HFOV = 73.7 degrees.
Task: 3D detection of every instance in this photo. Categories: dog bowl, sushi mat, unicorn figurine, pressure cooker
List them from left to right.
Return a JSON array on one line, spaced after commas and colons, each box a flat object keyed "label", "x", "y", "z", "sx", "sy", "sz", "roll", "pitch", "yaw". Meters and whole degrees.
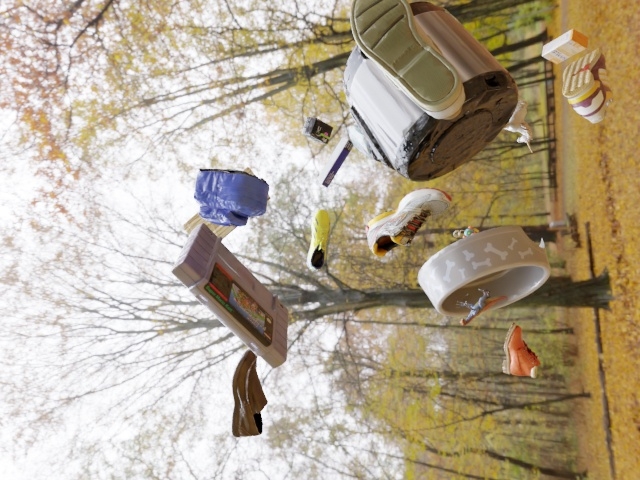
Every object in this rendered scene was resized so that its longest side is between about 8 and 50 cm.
[{"label": "sushi mat", "x": -0.313, "y": -0.093, "z": 1.403, "sx": 0.151, "sy": 0.316, "sz": 0.019, "roll": 56, "pitch": -169, "yaw": 27}, {"label": "pressure cooker", "x": 0.272, "y": -0.420, "z": 1.176, "sx": 0.420, "sy": 0.375, "sz": 0.370, "roll": 60, "pitch": 162, "yaw": 21}, {"label": "dog bowl", "x": 0.447, "y": 0.099, "z": 1.158, "sx": 0.349, "sy": 0.349, "sz": 0.102, "roll": 43, "pitch": -152, "yaw": -53}, {"label": "unicorn figurine", "x": 0.562, "y": -0.341, "z": 1.236, "sx": 0.060, "sy": 0.111, "sz": 0.162, "roll": 20, "pitch": -99, "yaw": -51}]

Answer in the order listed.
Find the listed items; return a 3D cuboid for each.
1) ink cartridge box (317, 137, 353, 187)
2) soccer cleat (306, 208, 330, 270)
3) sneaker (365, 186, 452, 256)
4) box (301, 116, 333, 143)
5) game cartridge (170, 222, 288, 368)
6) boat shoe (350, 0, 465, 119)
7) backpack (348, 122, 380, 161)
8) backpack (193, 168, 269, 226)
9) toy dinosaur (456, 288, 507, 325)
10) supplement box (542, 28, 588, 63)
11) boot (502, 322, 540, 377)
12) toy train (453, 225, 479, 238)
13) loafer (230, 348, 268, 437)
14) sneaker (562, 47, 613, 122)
[{"label": "ink cartridge box", "x": 0.067, "y": -0.334, "z": 1.831, "sx": 0.223, "sy": 0.045, "sz": 0.224, "roll": -58, "pitch": 11, "yaw": 11}, {"label": "soccer cleat", "x": 0.001, "y": 0.001, "z": 1.957, "sx": 0.121, "sy": 0.093, "sz": 0.289, "roll": -172, "pitch": 92, "yaw": -74}, {"label": "sneaker", "x": 0.198, "y": -0.034, "z": 0.951, "sx": 0.088, "sy": 0.225, "sz": 0.092, "roll": 28, "pitch": -136, "yaw": -28}, {"label": "box", "x": -0.010, "y": -0.364, "z": 1.414, "sx": 0.083, "sy": 0.052, "sz": 0.062, "roll": 16, "pitch": -85, "yaw": -43}, {"label": "game cartridge", "x": -0.204, "y": 0.134, "z": 1.067, "sx": 0.355, "sy": 0.068, "sz": 0.230, "roll": 50, "pitch": -171, "yaw": -22}, {"label": "boat shoe", "x": 0.153, "y": -0.337, "z": 0.781, "sx": 0.103, "sy": 0.113, "sz": 0.302, "roll": 18, "pitch": -138, "yaw": -62}, {"label": "backpack", "x": 0.190, "y": -0.396, "z": 1.628, "sx": 0.182, "sy": 0.115, "sz": 0.152, "roll": 53, "pitch": 159, "yaw": 43}, {"label": "backpack", "x": -0.155, "y": -0.076, "z": 0.780, "sx": 0.098, "sy": 0.120, "sz": 0.101, "roll": 11, "pitch": -97, "yaw": -66}, {"label": "toy dinosaur", "x": 0.315, "y": 0.138, "z": 0.853, "sx": 0.047, "sy": 0.090, "sz": 0.082, "roll": 5, "pitch": -78, "yaw": -65}, {"label": "supplement box", "x": 0.698, "y": -0.552, "z": 1.220, "sx": 0.062, "sy": 0.098, "sz": 0.036, "roll": 16, "pitch": -100, "yaw": -18}, {"label": "boot", "x": 0.507, "y": 0.276, "z": 1.069, "sx": 0.059, "sy": 0.085, "sz": 0.158, "roll": -39, "pitch": -54, "yaw": -41}, {"label": "toy train", "x": 0.630, "y": 0.025, "z": 1.789, "sx": 0.046, "sy": 0.125, "sz": 0.166, "roll": -111, "pitch": -2, "yaw": -78}, {"label": "loafer", "x": -0.253, "y": 0.575, "z": 1.602, "sx": 0.134, "sy": 0.130, "sz": 0.366, "roll": -59, "pitch": -25, "yaw": -70}, {"label": "sneaker", "x": 0.511, "y": -0.291, "z": 0.810, "sx": 0.084, "sy": 0.069, "sz": 0.185, "roll": 47, "pitch": -125, "yaw": -15}]
